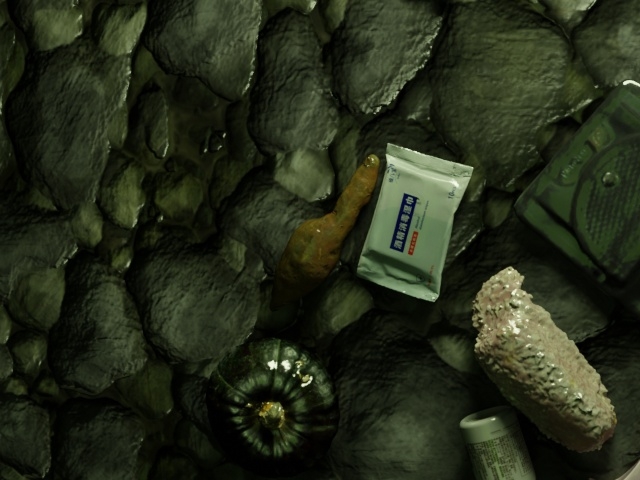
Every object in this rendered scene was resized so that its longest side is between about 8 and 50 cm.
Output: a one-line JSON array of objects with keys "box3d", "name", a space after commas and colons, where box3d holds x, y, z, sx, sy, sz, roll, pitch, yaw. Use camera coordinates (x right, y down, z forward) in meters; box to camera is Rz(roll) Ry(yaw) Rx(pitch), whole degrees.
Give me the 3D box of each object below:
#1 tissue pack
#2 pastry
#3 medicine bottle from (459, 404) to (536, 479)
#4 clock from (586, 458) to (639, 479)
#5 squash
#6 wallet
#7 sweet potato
[{"box3d": [0.125, -0.023, 1.927, 0.122, 0.026, 0.193, 18, 103, 18], "name": "tissue pack"}, {"box3d": [0.282, 0.166, 1.853, 0.103, 0.112, 0.265, -40, 82, 32], "name": "pastry"}, {"box3d": [0.241, 0.296, 1.903, 0.079, 0.079, 0.140, -18, 92, 21], "name": "medicine bottle"}, {"box3d": [0.492, 0.381, 1.824, 0.275, 0.080, 0.290, -29, 86, 22], "name": "clock"}, {"box3d": [-0.066, 0.232, 1.969, 0.193, 0.156, 0.193, 2, 118, 4], "name": "squash"}, {"box3d": [0.436, -0.024, 1.808, 0.323, 0.041, 0.247, 41, 111, 8], "name": "wallet"}, {"box3d": [0.001, -0.001, 1.951, 0.075, 0.075, 0.269, 38, 106, 11], "name": "sweet potato"}]
